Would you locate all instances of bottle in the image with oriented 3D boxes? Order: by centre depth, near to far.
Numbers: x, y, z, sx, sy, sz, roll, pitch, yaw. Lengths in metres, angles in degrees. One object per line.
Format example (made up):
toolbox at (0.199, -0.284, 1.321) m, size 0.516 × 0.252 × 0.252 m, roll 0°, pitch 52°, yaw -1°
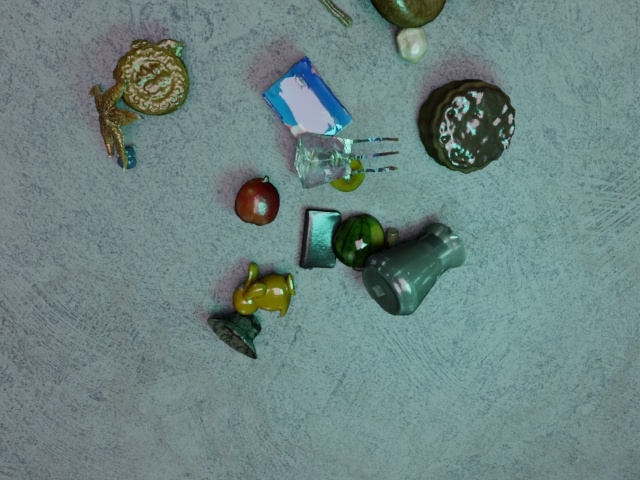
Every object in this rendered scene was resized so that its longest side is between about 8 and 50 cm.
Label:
bottle at (0.274, 0.007, 1.798) m, size 0.063 × 0.047 × 0.101 m, roll -15°, pitch 128°, yaw -29°

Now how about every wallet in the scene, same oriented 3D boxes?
wallet at (0.000, 0.000, 1.778) m, size 0.149 × 0.044 × 0.250 m, roll 2°, pitch 108°, yaw -12°

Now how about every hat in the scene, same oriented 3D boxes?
hat at (-0.309, 0.344, 1.802) m, size 0.265 × 0.265 × 0.128 m, roll 52°, pitch 58°, yaw -17°

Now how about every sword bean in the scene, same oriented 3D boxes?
sword bean at (0.010, -0.814, 1.523) m, size 0.269 × 0.038 × 0.043 m, roll 43°, pitch 124°, yaw -16°

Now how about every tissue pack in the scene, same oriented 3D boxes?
tissue pack at (-0.043, -0.460, 1.576) m, size 0.209 × 0.137 × 0.270 m, roll -38°, pitch 107°, yaw 6°

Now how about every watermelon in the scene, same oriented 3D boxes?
watermelon at (0.158, 0.020, 1.753) m, size 0.204 × 0.127 × 0.232 m, roll 12°, pitch 104°, yaw -23°

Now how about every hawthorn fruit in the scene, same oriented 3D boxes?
hawthorn fruit at (-0.222, -0.147, 1.652) m, size 0.169 × 0.169 × 0.188 m, roll 18°, pitch 102°, yaw -11°

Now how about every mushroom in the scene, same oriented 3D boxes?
mushroom at (0.311, -0.822, 1.403) m, size 0.334 × 0.356 × 0.331 m, roll -6°, pitch 127°, yaw -35°

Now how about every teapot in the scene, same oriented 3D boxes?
teapot at (0.347, 0.113, 1.716) m, size 0.344 × 0.253 × 0.300 m, roll -31°, pitch 155°, yaw -22°

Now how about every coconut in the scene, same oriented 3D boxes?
coconut at (0.309, -0.663, 1.566) m, size 0.110 × 0.110 × 0.125 m, roll -16°, pitch 104°, yaw -1°

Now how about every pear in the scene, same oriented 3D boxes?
pear at (0.096, -0.238, 1.682) m, size 0.141 × 0.104 × 0.141 m, roll -1°, pitch 109°, yaw -2°

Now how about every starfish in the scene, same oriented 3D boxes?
starfish at (-0.669, -0.394, 1.487) m, size 0.302 × 0.060 × 0.299 m, roll -21°, pitch 91°, yaw 46°

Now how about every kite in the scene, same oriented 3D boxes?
kite at (0.088, -0.280, 1.588) m, size 0.360 × 0.022 × 0.204 m, roll -2°, pitch 120°, yaw 2°

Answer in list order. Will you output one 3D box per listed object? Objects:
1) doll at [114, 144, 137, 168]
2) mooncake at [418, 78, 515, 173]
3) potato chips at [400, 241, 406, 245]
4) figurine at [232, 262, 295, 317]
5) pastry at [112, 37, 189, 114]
doll at (-0.684, -0.292, 1.612) m, size 0.076 × 0.050 × 0.083 m, roll 1°, pitch 109°, yaw -2°
mooncake at (0.518, -0.406, 1.628) m, size 0.323 × 0.187 × 0.324 m, roll -2°, pitch 110°, yaw -6°
potato chips at (0.333, 0.095, 1.848) m, size 0.026 × 0.037 × 0.204 m, roll -1°, pitch 113°, yaw 5°
figurine at (-0.212, 0.198, 1.748) m, size 0.228 × 0.215 × 0.215 m, roll 14°, pitch 106°, yaw 4°
pastry at (-0.553, -0.530, 1.516) m, size 0.240 × 0.132 × 0.235 m, roll -6°, pitch 100°, yaw -11°
